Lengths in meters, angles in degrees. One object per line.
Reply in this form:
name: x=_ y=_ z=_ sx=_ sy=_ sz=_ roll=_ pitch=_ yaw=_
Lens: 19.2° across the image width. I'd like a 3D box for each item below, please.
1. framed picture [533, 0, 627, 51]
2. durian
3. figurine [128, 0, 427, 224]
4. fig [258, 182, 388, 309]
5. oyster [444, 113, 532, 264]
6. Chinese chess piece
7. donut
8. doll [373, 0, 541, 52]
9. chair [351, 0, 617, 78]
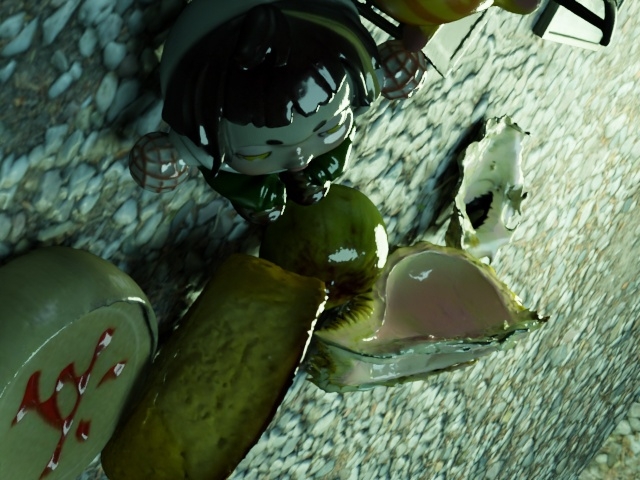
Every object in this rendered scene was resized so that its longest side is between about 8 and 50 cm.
framed picture: x=0.341 y=-0.307 z=2.341 sx=0.150 sy=0.015 sz=0.203 roll=-60 pitch=156 yaw=14
durian: x=0.096 y=0.124 z=2.308 sx=0.305 sy=0.185 sz=0.195 roll=-14 pitch=147 yaw=-27
figurine: x=-0.045 y=-0.122 z=1.699 sx=0.281 sy=0.167 sz=0.370 roll=-22 pitch=160 yaw=-6
fig: x=0.004 y=0.008 z=2.009 sx=0.153 sy=0.121 sz=0.136 roll=-26 pitch=150 yaw=-41
oyster: x=0.201 y=-0.063 z=2.363 sx=0.133 sy=0.072 sz=0.209 roll=-31 pitch=129 yaw=-30
Chinese chess piece: x=-0.258 y=0.123 z=1.702 sx=0.250 sy=0.103 sz=0.249 roll=-42 pitch=153 yaw=-27
donut: x=-0.114 y=0.141 z=1.871 sx=0.303 sy=0.110 sz=0.303 roll=-56 pitch=-173 yaw=11
doll: x=0.064 y=-0.294 z=1.554 sx=0.269 sy=0.167 sz=0.162 roll=42 pitch=57 yaw=-36
chair: x=0.126 y=-0.232 z=1.730 sx=0.141 sy=0.260 sz=0.154 roll=-54 pitch=157 yaw=1
